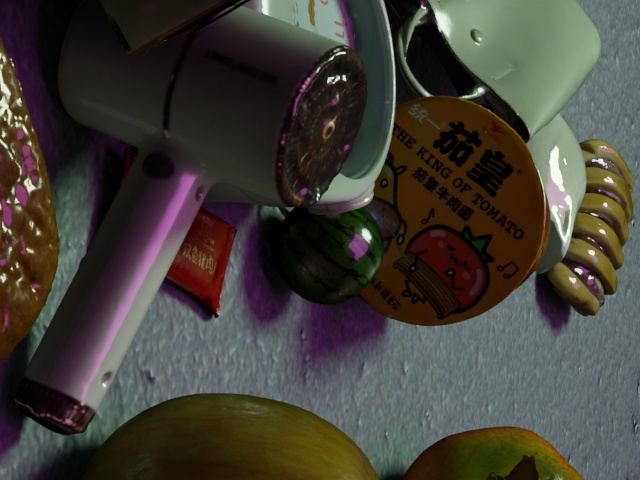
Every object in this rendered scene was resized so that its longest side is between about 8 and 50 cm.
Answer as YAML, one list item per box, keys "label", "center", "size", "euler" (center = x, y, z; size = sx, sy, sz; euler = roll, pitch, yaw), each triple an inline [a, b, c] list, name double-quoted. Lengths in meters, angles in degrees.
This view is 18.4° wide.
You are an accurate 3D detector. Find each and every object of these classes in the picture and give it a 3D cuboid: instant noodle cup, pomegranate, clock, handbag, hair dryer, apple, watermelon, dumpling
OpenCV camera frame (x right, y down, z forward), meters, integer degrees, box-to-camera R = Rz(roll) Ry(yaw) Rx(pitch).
- label: "instant noodle cup"
  center: [0.127, -0.022, 1.913]
  size: [0.172, 0.215, 0.216]
  euler: [11, 79, -73]
- label: "pomegranate"
  center: [0.174, 0.286, 1.952]
  size: [0.257, 0.220, 0.221]
  euler: [105, 0, -62]
- label: "clock"
  center: [-0.027, -0.149, 1.683]
  size: [0.324, 0.108, 0.265]
  euler: [15, 71, -65]
- label: "handbag"
  center: [0.170, -0.215, 2.038]
  size: [0.241, 0.109, 0.315]
  euler: [53, 29, 2]
- label: "hair dryer"
  center: [-0.131, -0.009, 1.434]
  size: [0.362, 0.203, 0.128]
  euler: [-63, 157, -10]
- label: "apple"
  center: [-0.057, 0.240, 1.475]
  size: [0.264, 0.264, 0.264]
  euler: [3, 87, -64]
- label: "watermelon"
  center: [0.004, 0.006, 1.769]
  size: [0.109, 0.109, 0.109]
  euler: [3, 87, -64]
- label: "dumpling"
  center: [0.232, -0.071, 2.227]
  size: [0.151, 0.124, 0.229]
  euler: [133, -44, -72]

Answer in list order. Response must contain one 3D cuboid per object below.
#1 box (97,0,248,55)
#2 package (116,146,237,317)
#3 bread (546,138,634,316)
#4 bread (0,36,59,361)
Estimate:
- label: "box"
  center: [-0.086, -0.367, 1.411]
  size: [0.373, 0.138, 0.420]
  euler: [61, 32, -8]
- label: "package"
  center: [-0.118, -0.003, 1.603]
  size: [0.200, 0.022, 0.083]
  euler: [38, 56, -60]
- label: "bread"
  center: [0.340, -0.009, 2.470]
  size: [0.134, 0.081, 0.225]
  euler: [53, 43, -52]
- label: "bread"
  center: [-0.264, -0.036, 1.176]
  size: [0.227, 0.142, 0.253]
  euler: [-36, 123, -50]
